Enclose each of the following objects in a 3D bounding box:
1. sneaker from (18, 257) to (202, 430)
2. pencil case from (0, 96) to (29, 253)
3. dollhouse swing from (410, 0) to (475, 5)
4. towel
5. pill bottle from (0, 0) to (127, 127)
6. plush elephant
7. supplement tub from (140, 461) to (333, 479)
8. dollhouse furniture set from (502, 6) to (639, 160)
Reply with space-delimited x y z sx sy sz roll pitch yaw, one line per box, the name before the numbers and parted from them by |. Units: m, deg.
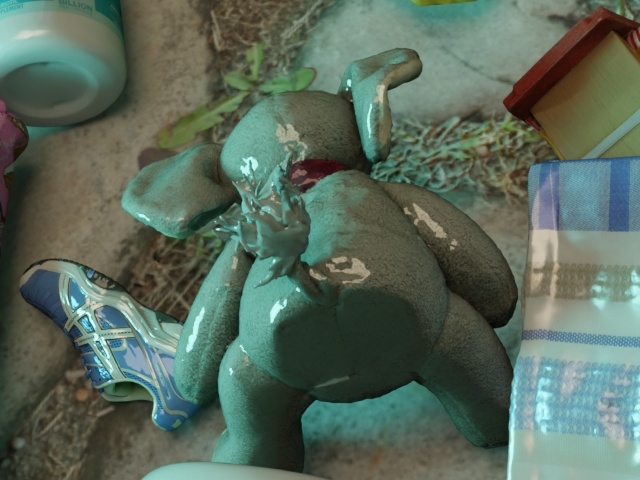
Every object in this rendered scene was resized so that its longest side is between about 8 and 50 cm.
sneaker | -0.179 0.083 1.124 0.211 0.080 0.081 26 72 25
pencil case | -0.339 0.055 1.135 0.167 0.160 0.386 -6 63 6
dollhouse swing | 0.121 -0.446 1.200 0.305 0.315 0.347 -36 60 -28
towel | 0.220 0.078 0.900 0.209 0.034 0.285 0 80 38
pill bottle | -0.267 -0.250 1.270 0.146 0.146 0.264 -15 62 7
plush elephant | 0.000 0.000 1.027 0.272 0.330 0.255 -17 41 9
supplement tub | -0.047 0.331 0.882 0.235 0.235 0.324 5 66 16
dollhouse furniture set | 0.343 -0.137 0.969 0.374 0.152 0.201 -44 59 24
